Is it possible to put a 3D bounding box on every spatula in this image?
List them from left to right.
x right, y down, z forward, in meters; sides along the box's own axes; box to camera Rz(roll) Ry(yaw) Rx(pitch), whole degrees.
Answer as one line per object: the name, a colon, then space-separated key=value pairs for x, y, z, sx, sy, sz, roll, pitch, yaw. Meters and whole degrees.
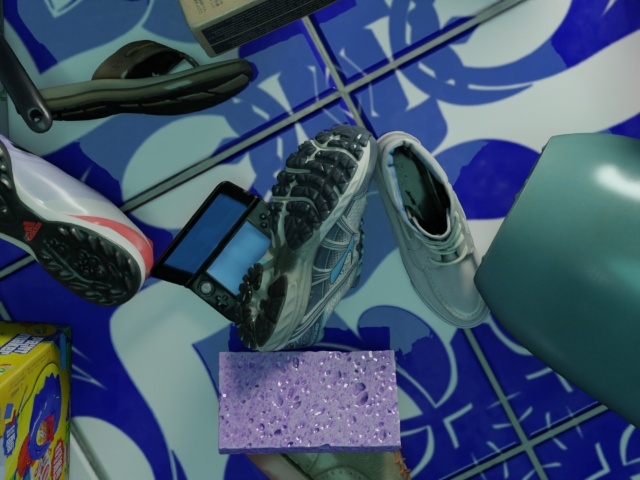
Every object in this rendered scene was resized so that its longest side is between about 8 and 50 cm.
spatula: x=-0.378 y=-0.244 z=1.018 sx=0.084 sy=0.030 sz=0.296 roll=-33 pitch=88 yaw=-4

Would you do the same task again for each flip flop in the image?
flip flop: x=-0.217 y=-0.188 z=1.058 sx=0.277 sy=0.112 sz=0.080 roll=-6 pitch=85 yaw=7

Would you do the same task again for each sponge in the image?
sponge: x=-0.015 y=0.187 z=1.070 sx=0.210 sy=0.031 sz=0.117 roll=0 pitch=63 yaw=-1

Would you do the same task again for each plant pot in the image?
plant pot: x=0.309 y=0.018 z=0.993 sx=0.235 sy=0.293 sz=0.293 roll=29 pitch=97 yaw=8

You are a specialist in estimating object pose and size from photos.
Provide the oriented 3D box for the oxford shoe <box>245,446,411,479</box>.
oxford shoe: x=0.073 y=0.298 z=1.110 sx=0.348 sy=0.123 sz=0.130 roll=37 pitch=91 yaw=-6

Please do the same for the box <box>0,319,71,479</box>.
box: x=-0.402 y=0.255 z=1.021 sx=0.177 sy=0.290 sz=0.279 roll=4 pitch=99 yaw=-1

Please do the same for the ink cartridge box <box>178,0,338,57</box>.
ink cartridge box: x=-0.085 y=-0.347 z=0.999 sx=0.193 sy=0.088 sz=0.235 roll=-23 pitch=76 yaw=3

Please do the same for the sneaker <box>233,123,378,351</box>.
sneaker: x=0.000 y=0.000 z=1.076 sx=0.122 sy=0.110 sz=0.283 roll=14 pitch=107 yaw=-44

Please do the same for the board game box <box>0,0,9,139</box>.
board game box: x=-0.471 y=-0.159 z=1.081 sx=0.193 sy=0.053 sz=0.305 roll=1 pitch=98 yaw=0

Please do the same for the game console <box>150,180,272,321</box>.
game console: x=-0.107 y=0.017 z=1.087 sx=0.124 sy=0.085 sz=0.144 roll=39 pitch=97 yaw=-5

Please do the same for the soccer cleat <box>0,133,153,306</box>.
soccer cleat: x=-0.330 y=-0.049 z=1.053 sx=0.318 sy=0.116 sz=0.108 roll=37 pitch=109 yaw=-9

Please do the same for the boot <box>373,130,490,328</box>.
boot: x=0.129 y=-0.003 z=1.063 sx=0.095 sy=0.123 sz=0.258 roll=-28 pitch=97 yaw=4
